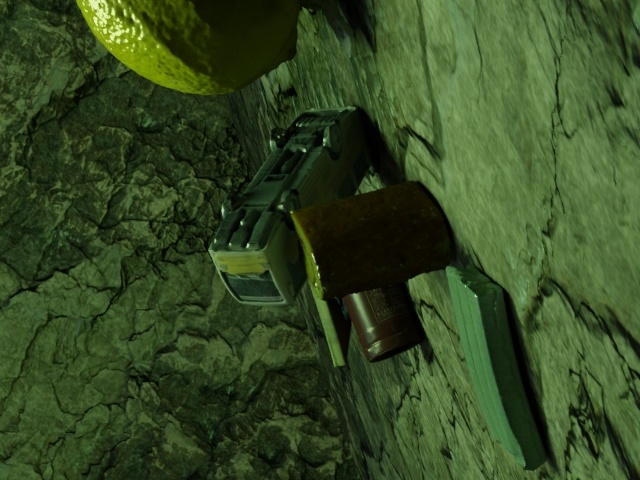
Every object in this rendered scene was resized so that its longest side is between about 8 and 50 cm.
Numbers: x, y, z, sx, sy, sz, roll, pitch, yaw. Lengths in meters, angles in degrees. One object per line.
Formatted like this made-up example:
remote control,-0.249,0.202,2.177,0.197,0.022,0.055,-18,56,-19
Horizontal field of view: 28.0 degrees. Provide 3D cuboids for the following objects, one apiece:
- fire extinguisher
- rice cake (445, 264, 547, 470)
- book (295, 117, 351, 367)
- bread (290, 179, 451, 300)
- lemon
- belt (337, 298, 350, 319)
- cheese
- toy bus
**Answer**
fire extinguisher,0.069,0.047,1.976,0.105,0.104,0.269,98,151,-75
rice cake,0.198,0.144,1.465,0.127,0.043,0.237,-129,20,-72
book,0.000,0.000,2.267,0.262,0.028,0.374,-78,-25,-60
bread,0.061,0.002,1.568,0.132,0.172,0.103,-120,18,-55
lemon,-0.159,-0.312,1.584,0.322,0.268,0.268,40,-178,-19
belt,0.048,0.050,2.148,0.190,0.082,0.141,78,175,-51
cheese,-0.005,-0.327,1.643,0.127,0.054,0.252,82,165,-57
toy bus,-0.034,-0.055,1.711,0.342,0.097,0.138,-62,-38,-45
